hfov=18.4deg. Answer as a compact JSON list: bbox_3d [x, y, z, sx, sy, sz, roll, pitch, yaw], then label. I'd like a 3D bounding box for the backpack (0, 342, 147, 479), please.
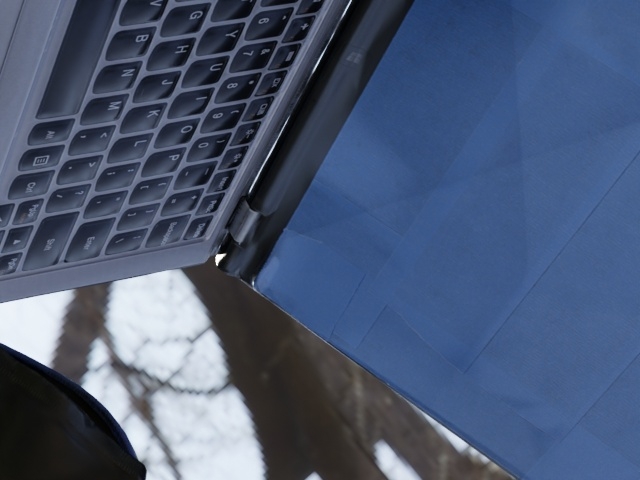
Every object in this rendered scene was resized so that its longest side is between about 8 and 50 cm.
[{"bbox_3d":[-0.203,0.141,0.769,0.263,0.213,0.277,17,-125,12],"label":"backpack"}]

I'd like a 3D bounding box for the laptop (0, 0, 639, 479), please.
[{"bbox_3d":[0.000,0.000,0.833,0.407,0.382,0.236,-11,-118,-29],"label":"laptop"}]
